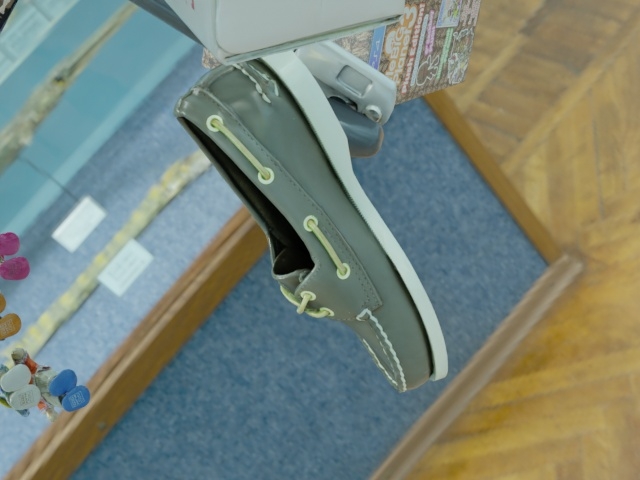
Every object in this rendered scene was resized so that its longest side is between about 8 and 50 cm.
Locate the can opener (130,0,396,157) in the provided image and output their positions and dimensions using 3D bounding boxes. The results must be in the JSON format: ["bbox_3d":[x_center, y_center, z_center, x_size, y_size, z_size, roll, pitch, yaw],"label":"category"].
[{"bbox_3d":[-0.056,-0.174,1.046,0.076,0.283,0.095,-52,13,33],"label":"can opener"}]

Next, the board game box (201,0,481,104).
[{"bbox_3d":[0.035,-0.276,1.443,0.232,0.141,0.291,22,26,26],"label":"board game box"}]

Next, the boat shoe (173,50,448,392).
[{"bbox_3d":[-0.002,-0.001,0.850,0.091,0.305,0.109,-35,23,-14],"label":"boat shoe"}]

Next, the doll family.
[{"bbox_3d":[-0.374,0.102,1.241,0.118,0.263,0.163,-31,20,-35],"label":"doll family"}]

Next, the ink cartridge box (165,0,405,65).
[{"bbox_3d":[-0.049,-0.193,0.470,0.093,0.154,0.212,-17,43,-21],"label":"ink cartridge box"}]

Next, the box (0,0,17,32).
[{"bbox_3d":[-0.233,-0.067,0.398,0.103,0.261,0.184,25,90,9],"label":"box"}]
